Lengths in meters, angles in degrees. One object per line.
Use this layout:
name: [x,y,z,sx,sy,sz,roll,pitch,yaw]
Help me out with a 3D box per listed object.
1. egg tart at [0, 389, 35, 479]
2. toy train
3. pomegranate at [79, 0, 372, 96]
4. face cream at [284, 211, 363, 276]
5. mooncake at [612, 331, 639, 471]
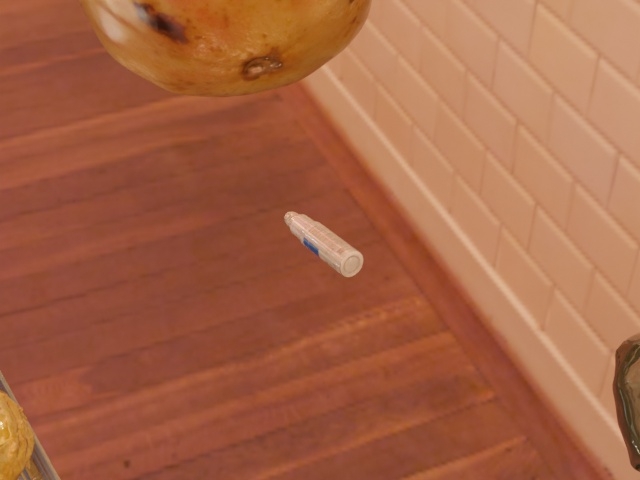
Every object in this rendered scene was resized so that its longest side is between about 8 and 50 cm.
egg tart: [-0.424,0.225,1.101,0.294,0.123,0.294,4,27,-2]
toy train: [-0.364,0.174,1.265,0.055,0.252,0.048,-31,21,-19]
pomegranate: [-0.110,-0.314,1.159,0.342,0.343,0.342,1,41,-1]
face cream: [0.000,0.000,1.357,0.034,0.034,0.130,-23,38,-25]
mooncake: [0.283,0.099,0.766,0.168,0.104,0.175,-9,-10,30]
